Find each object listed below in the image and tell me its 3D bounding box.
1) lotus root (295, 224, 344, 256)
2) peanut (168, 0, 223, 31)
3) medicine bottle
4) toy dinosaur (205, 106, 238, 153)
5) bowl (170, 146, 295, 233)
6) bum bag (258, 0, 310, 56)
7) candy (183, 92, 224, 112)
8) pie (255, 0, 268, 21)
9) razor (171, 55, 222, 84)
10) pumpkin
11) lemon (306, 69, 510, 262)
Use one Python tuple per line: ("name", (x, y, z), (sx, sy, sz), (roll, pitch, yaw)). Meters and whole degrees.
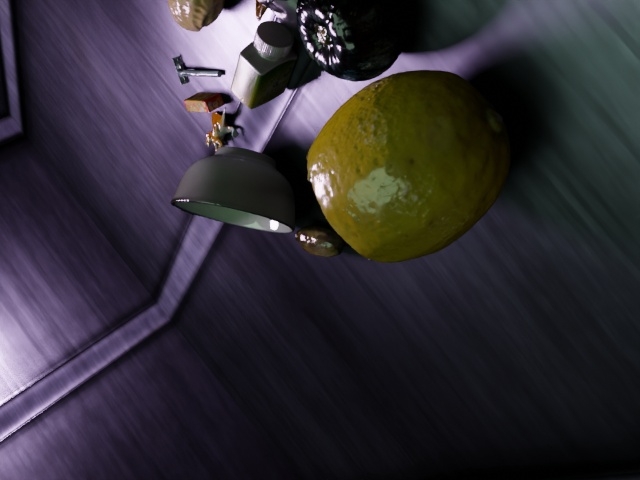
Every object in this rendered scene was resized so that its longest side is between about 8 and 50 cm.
("lotus root", (0.000, 0.000, 1.698), (0.179, 0.080, 0.089), (13, 151, 41))
("peanut", (-0.285, -0.634, 1.417), (0.149, 0.149, 0.313), (43, 139, 17))
("medicine bottle", (-0.129, -0.418, 1.419), (0.088, 0.132, 0.188), (47, 147, 10))
("toy dinosaur", (-0.301, -0.343, 1.803), (0.142, 0.057, 0.212), (55, 142, 36))
("bowl", (-0.227, -0.150, 1.688), (0.354, 0.354, 0.185), (2, 78, 51))
("bum bag", (-0.062, -0.503, 1.291), (0.248, 0.060, 0.123), (37, 144, -13))
("candy", (-0.346, -0.409, 1.771), (0.122, 0.062, 0.038), (15, 133, 44))
("pie", (-0.105, -0.582, 1.328), (0.191, 0.033, 0.088), (-32, 83, 51))
("razor", (-0.360, -0.487, 1.740), (0.211, 0.036, 0.084), (19, 137, 42))
("pumpkin", (0.057, -0.422, 1.148), (0.233, 0.163, 0.233), (45, 157, 26))
("lemon", (0.183, -0.151, 1.100), (0.364, 0.364, 0.364), (33, 142, 30))
